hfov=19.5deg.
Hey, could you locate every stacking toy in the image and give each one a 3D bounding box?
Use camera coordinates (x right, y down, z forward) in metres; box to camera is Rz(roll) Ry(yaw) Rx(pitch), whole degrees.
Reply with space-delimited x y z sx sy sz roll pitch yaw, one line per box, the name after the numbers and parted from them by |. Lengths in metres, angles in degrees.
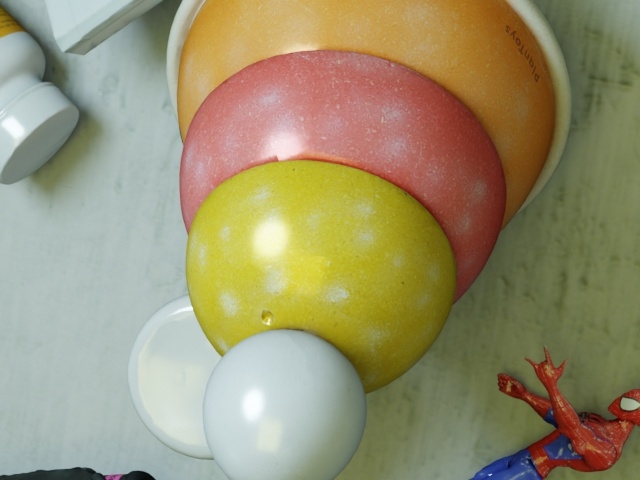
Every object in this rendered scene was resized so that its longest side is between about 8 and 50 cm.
0.000 0.000 1.441 0.350 0.480 0.351 8 131 9 | stacking toy

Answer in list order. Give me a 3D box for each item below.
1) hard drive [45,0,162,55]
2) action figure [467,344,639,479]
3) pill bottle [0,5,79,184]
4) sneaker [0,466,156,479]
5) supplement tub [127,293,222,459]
-0.137 -0.318 1.591 0.307 0.040 0.203 -29 70 35 | hard drive
0.155 0.176 1.640 0.280 0.091 0.139 -27 98 15 | action figure
-0.346 -0.171 1.742 0.245 0.136 0.136 44 103 9 | pill bottle
-0.243 0.290 1.741 0.482 0.185 0.202 27 82 9 | sneaker
-0.072 0.110 1.647 0.144 0.199 0.144 1 94 16 | supplement tub
